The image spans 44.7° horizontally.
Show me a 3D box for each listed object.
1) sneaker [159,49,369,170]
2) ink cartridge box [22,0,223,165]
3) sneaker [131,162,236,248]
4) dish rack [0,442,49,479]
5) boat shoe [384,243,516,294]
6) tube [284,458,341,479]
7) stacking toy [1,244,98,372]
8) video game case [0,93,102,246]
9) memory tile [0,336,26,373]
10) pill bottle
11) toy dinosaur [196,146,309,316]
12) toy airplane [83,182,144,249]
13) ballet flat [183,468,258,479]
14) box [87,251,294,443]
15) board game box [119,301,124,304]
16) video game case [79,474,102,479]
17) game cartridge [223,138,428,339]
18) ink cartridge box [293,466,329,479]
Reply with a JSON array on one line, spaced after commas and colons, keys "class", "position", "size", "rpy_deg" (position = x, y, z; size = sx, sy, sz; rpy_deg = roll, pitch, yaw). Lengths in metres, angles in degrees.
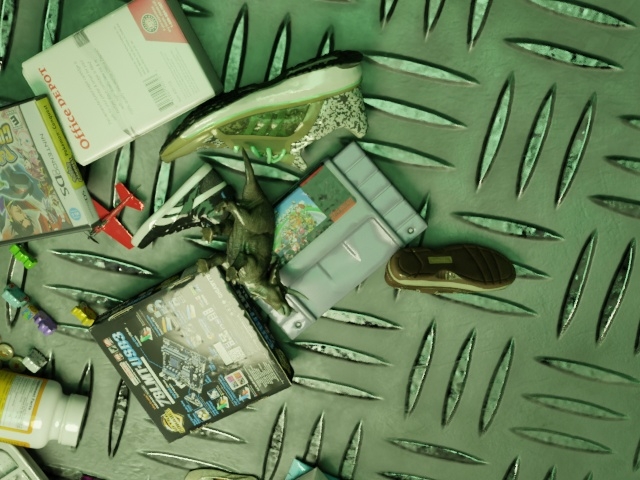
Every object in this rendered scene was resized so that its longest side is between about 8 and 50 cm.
[{"class": "sneaker", "position": [-0.092, -0.192, 1.405], "size": [0.410, 0.158, 0.182], "rpy_deg": [-19, 110, 8]}, {"class": "ink cartridge box", "position": [-0.349, -0.292, 1.392], "size": [0.283, 0.117, 0.207], "rpy_deg": [-26, 103, 8]}, {"class": "sneaker", "position": [-0.250, -0.033, 1.480], "size": [0.217, 0.079, 0.121], "rpy_deg": [-44, 99, 10]}, {"class": "dish rack", "position": [-0.651, 0.583, 1.634], "size": [0.285, 0.072, 0.333], "rpy_deg": [-34, 95, 15]}, {"class": "boat shoe", "position": [0.245, 0.062, 1.504], "size": [0.257, 0.095, 0.095], "rpy_deg": [7, 61, -13]}, {"class": "tube", "position": [0.026, 0.532, 1.647], "size": [0.207, 0.052, 0.080], "rpy_deg": [22, 102, 0]}, {"class": "stacking toy", "position": [-0.579, 0.135, 1.551], "size": [0.167, 0.052, 0.221], "rpy_deg": [-42, 99, 9]}, {"class": "video game case", "position": [-0.555, -0.118, 1.423], "size": [0.274, 0.035, 0.248], "rpy_deg": [-8, 111, 28]}, {"class": "memory tile", "position": [-0.686, 0.241, 1.597], "size": [0.113, 0.012, 0.148], "rpy_deg": [-42, 100, 11]}, {"class": "pill bottle", "position": [-0.599, 0.337, 1.551], "size": [0.245, 0.136, 0.136], "rpy_deg": [14, 105, -11]}, {"class": "toy dinosaur", "position": [-0.134, -0.007, 1.414], "size": [0.121, 0.160, 0.314], "rpy_deg": [-6, 93, 37]}, {"class": "toy airplane", "position": [-0.399, -0.051, 1.505], "size": [0.151, 0.028, 0.151], "rpy_deg": [0, 106, 0]}, {"class": "ballet flat", "position": [-0.210, 0.517, 1.642], "size": [0.168, 0.052, 0.057], "rpy_deg": [2, 105, 1]}, {"class": "box", "position": [-0.247, 0.215, 1.517], "size": [0.293, 0.073, 0.296], "rpy_deg": [-27, 105, 13]}, {"class": "board game box", "position": [-0.314, 0.193, 1.570], "size": [0.126, 0.026, 0.186], "rpy_deg": [-20, 104, 6]}, {"class": "video game case", "position": [-0.433, 0.633, 1.682], "size": [0.232, 0.042, 0.210], "rpy_deg": [18, 106, -4]}, {"class": "game cartridge", "position": [0.000, 0.000, 1.498], "size": [0.355, 0.068, 0.230], "rpy_deg": [-41, 105, 11]}, {"class": "ink cartridge box", "position": [-0.052, 0.669, 1.618], "size": [0.309, 0.130, 0.272], "rpy_deg": [-34, 102, 20]}]
